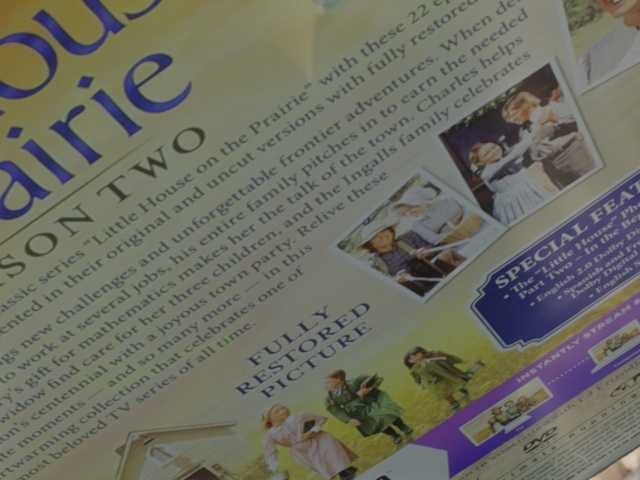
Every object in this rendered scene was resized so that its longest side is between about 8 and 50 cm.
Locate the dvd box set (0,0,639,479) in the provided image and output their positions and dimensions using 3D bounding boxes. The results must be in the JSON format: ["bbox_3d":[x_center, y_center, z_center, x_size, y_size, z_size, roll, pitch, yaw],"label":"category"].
[{"bbox_3d":[0.000,0.000,0.524,0.307,0.420,0.062,-35,53,7],"label":"dvd box set"}]
